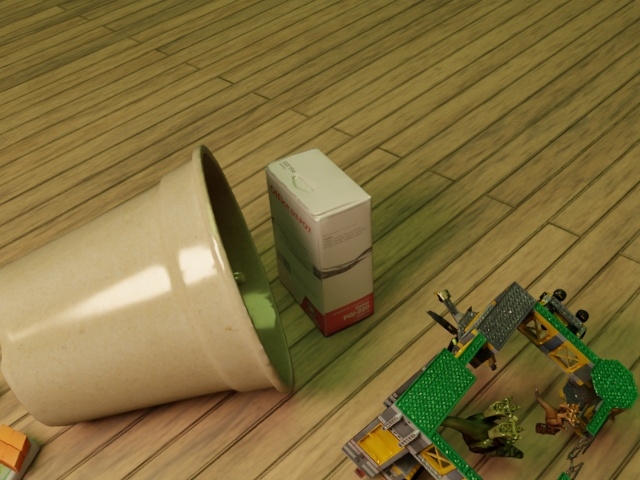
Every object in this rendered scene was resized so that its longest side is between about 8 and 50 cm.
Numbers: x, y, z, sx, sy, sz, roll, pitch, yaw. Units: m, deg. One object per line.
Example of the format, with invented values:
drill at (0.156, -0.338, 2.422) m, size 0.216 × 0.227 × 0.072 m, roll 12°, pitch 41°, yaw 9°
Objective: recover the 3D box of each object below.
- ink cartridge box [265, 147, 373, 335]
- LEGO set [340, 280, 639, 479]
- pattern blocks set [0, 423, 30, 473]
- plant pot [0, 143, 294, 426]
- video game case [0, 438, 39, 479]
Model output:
ink cartridge box at (0.000, 0.000, 1.083) m, size 0.092 × 0.218 × 0.158 m, roll -23°, pitch 42°, yaw -20°
LEGO set at (0.186, 0.216, 0.876) m, size 0.255 × 0.192 × 0.331 m, roll 38°, pitch 54°, yaw 4°
pattern blocks set at (-0.499, 0.298, 0.905) m, size 0.285 × 0.026 × 0.324 m, roll -29°, pitch 44°, yaw -26°
plant pot at (-0.232, 0.088, 0.969) m, size 0.305 × 0.334 × 0.334 m, roll -21°, pitch 40°, yaw 1°
video game case at (-0.483, 0.319, 0.918) m, size 0.193 × 0.023 × 0.212 m, roll 6°, pitch 41°, yaw 15°
